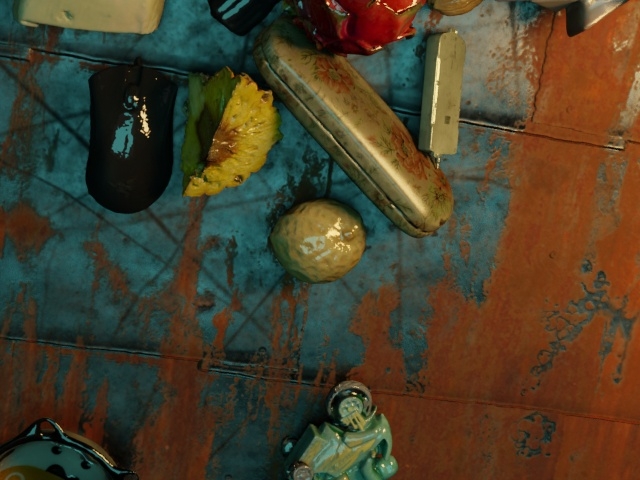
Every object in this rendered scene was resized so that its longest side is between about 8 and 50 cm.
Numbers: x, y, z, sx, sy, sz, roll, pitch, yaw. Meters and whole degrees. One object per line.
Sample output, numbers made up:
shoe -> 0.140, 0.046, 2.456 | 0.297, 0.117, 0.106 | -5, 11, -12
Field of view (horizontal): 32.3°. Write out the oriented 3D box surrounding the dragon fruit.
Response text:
dragon fruit -> 0.073, -0.376, 1.663 | 0.274, 0.193, 0.192 | -15, 117, 0

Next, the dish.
dish -> -0.463, 0.437, 1.933 | 0.303, 0.120, 0.303 | -1, 105, -2

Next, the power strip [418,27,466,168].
power strip -> 0.196, -0.229, 1.790 | 0.029, 0.080, 0.227 | 7, 93, 41

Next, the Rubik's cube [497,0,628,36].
Rubik's cube -> 0.428, -0.506, 1.607 | 0.368, 0.358, 0.387 | -3, 94, -5

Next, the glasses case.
glasses case -> 0.057, -0.181, 1.770 | 0.098, 0.156, 0.425 | -35, 105, 33

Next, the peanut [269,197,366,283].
peanut -> 0.000, 0.000, 1.841 | 0.159, 0.109, 0.140 | -30, 118, 10

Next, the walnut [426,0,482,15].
walnut -> 0.218, -0.411, 1.747 | 0.124, 0.105, 0.105 | -40, 103, 2

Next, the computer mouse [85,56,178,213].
computer mouse -> -0.310, -0.165, 1.800 | 0.147, 0.088, 0.264 | 3, 102, -6

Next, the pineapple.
pineapple -> -0.148, -0.196, 1.791 | 0.140, 0.164, 0.250 | 1, 127, -33

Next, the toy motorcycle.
toy motorcycle -> 0.033, 0.394, 1.961 | 0.198, 0.109, 0.296 | 31, 100, -20

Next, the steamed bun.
steamed bun -> -0.343, -0.418, 1.704 | 0.225, 0.170, 0.200 | 11, 137, -22

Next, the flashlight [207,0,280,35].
flashlight -> -0.004, -0.477, 1.726 | 0.424, 0.103, 0.103 | -40, 103, 10
